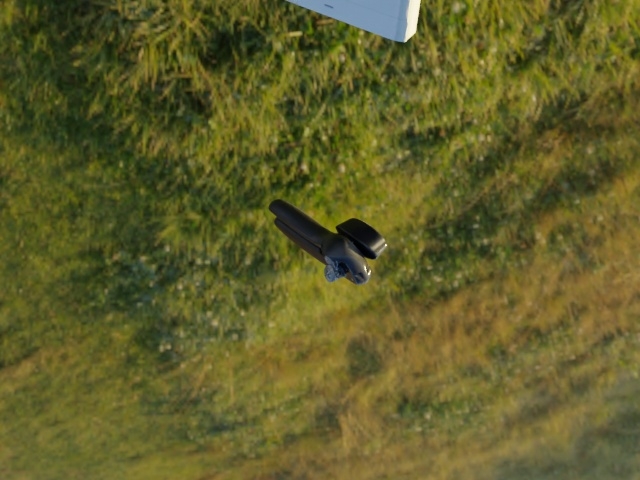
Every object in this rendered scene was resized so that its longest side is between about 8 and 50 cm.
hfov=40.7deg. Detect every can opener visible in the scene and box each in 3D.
[{"bbox_3d":[0.000,0.000,1.024,0.073,0.186,0.059,-32,126,-28],"label":"can opener"}]

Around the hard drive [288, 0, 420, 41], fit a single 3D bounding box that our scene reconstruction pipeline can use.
[{"bbox_3d":[0.027,-0.382,0.914,0.203,0.040,0.307,26,138,20],"label":"hard drive"}]
